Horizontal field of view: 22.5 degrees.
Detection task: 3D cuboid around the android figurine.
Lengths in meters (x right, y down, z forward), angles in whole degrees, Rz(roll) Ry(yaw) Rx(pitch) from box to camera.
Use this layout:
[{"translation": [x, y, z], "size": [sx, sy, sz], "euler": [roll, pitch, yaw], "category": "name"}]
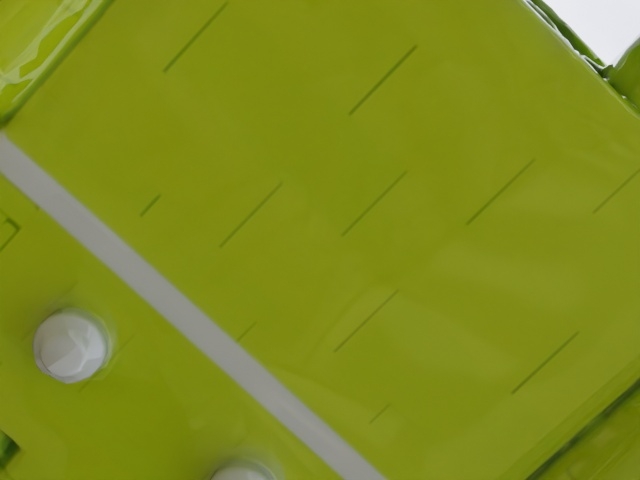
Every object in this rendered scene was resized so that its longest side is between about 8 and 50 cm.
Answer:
[{"translation": [0.000, 0.000, 0.432], "size": [0.248, 0.056, 0.273], "euler": [44, -75, -9], "category": "android figurine"}]
